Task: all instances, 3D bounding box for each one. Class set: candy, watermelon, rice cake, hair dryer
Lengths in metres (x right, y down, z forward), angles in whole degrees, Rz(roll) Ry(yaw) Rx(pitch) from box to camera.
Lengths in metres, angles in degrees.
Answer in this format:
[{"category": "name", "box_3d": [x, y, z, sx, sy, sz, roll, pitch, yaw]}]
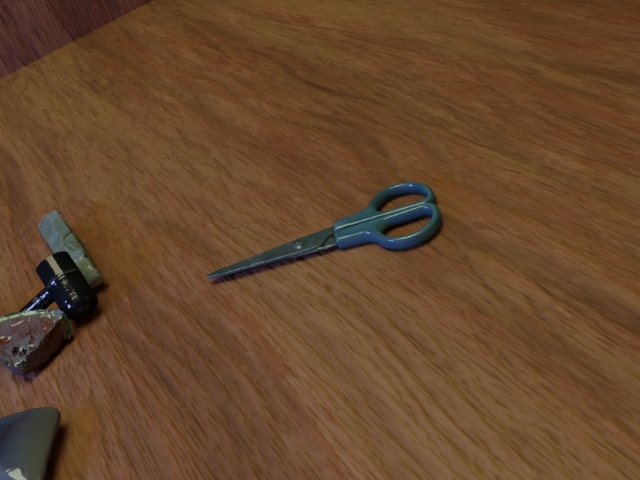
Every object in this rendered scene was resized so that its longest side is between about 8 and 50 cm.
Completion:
[{"category": "candy", "box_3d": [-0.487, 0.340, 1.386, 0.138, 0.071, 0.174, -17, 32, 9]}, {"category": "watermelon", "box_3d": [-0.555, 0.202, 1.639, 0.187, 0.071, 0.139, -12, 40, 2]}, {"category": "rice cake", "box_3d": [-0.533, 0.027, 1.878, 0.066, 0.063, 0.336, -40, 37, -9]}, {"category": "hair dryer", "box_3d": [-0.542, 0.132, 1.715, 0.219, 0.071, 0.124, -38, 74, 12]}]

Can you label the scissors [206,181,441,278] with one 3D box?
[{"category": "scissors", "box_3d": [0.000, 0.000, 1.623, 0.447, 0.029, 0.192, -17, 32, 7]}]
